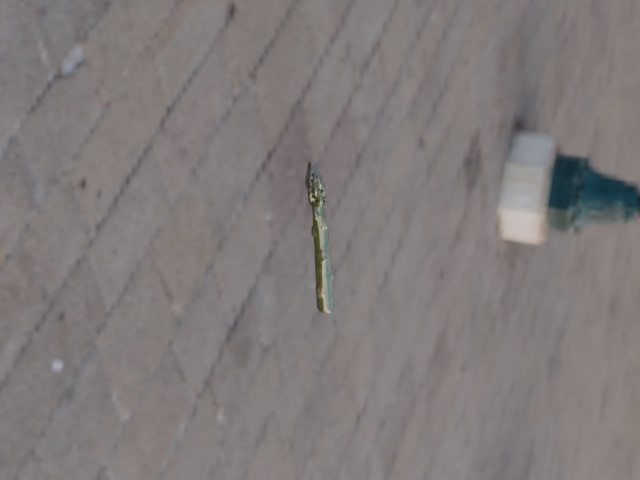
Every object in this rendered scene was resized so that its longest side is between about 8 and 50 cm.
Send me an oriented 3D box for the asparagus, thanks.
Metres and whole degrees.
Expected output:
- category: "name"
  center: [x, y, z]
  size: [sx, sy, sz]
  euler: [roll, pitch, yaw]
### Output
- category: "asparagus"
  center: [0.000, 0.000, 0.905]
  size: [0.014, 0.015, 0.114]
  euler: [-33, 134, -37]
